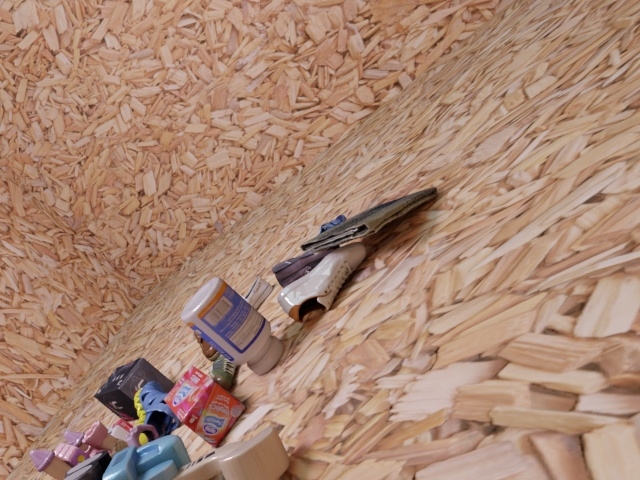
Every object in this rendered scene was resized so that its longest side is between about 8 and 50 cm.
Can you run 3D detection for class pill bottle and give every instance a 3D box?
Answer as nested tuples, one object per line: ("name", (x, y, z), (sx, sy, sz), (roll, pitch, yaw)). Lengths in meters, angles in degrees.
("pill bottle", (-0.232, 0.241, 1.460), (0.152, 0.272, 0.152), (-40, 18, 16))

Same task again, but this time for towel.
("towel", (0.136, -0.047, 1.515), (0.324, 0.056, 0.312), (-27, 6, -38))

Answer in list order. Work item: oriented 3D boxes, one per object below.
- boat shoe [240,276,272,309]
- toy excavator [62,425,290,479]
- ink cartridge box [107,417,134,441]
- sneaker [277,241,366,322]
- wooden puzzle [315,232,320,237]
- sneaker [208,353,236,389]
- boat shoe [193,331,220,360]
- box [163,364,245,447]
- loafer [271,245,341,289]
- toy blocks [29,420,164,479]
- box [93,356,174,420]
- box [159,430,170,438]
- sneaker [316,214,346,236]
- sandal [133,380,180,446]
("boat shoe", (-0.267, 0.228, 1.916), (0.226, 0.076, 0.083), (-53, 18, -27))
("toy excavator", (-0.311, 0.508, 1.135), (0.445, 0.223, 0.433), (-26, -3, -18))
("ink cartridge box", (-0.735, 0.718, 1.874), (0.109, 0.063, 0.150), (-38, 18, 22))
("sneaker", (0.029, 0.125, 1.485), (0.290, 0.106, 0.123), (-37, 52, -4))
("wooden puzzle", (0.000, 0.000, 1.942), (0.078, 0.014, 0.116), (-47, 16, 6))
("sneaker", (-0.287, 0.382, 1.613), (0.086, 0.064, 0.192), (-53, 15, -11))
("boat shoe", (-0.411, 0.341, 1.935), (0.111, 0.104, 0.307), (-47, 17, -7))
("box", (-0.320, 0.441, 1.450), (0.128, 0.122, 0.256), (-51, 18, -19))
("loafer", (-0.035, 0.085, 1.733), (0.302, 0.095, 0.109), (-23, -3, 42))
("toy blocks", (-0.623, 0.594, 1.381), (0.308, 0.260, 0.289), (-32, 21, 35))
("box", (-0.693, 0.556, 1.981), (0.270, 0.165, 0.143), (-28, 23, 45))
("box", (-0.473, 0.647, 1.445), (0.175, 0.051, 0.220), (-44, 17, 1))
("sneaker", (0.038, -0.042, 1.854), (0.053, 0.059, 0.144), (6, 52, 50))
("sandal", (-0.509, 0.538, 1.698), (0.138, 0.126, 0.317), (-42, 25, -4))
